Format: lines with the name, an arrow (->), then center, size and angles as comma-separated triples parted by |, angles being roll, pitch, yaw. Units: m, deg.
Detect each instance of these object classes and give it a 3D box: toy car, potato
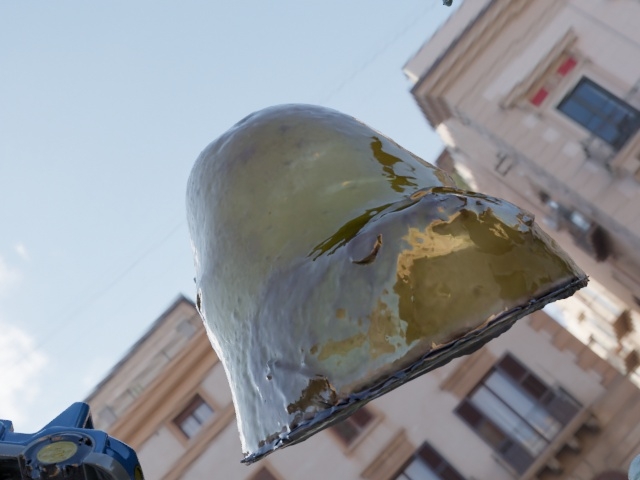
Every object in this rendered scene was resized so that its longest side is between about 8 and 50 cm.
toy car -> -0.203, 0.172, 0.751 | 0.100, 0.191, 0.097 | -50, -41, -61
potato -> 0.000, 0.000, 0.885 | 0.289, 0.296, 0.397 | -27, -11, -10

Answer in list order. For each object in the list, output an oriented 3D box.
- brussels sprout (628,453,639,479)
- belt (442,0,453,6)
brussels sprout -> 0.305, 0.231, 0.710 | 0.328, 0.247, 0.328 | -45, -14, -14
belt -> 0.167, -0.282, 0.955 | 0.099, 0.065, 0.179 | 0, -18, -2
